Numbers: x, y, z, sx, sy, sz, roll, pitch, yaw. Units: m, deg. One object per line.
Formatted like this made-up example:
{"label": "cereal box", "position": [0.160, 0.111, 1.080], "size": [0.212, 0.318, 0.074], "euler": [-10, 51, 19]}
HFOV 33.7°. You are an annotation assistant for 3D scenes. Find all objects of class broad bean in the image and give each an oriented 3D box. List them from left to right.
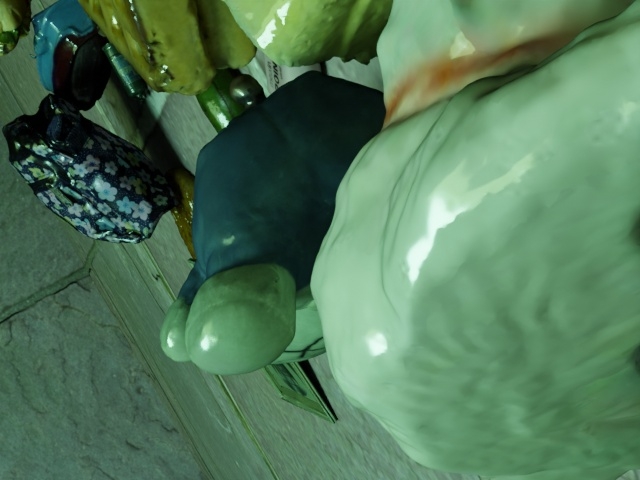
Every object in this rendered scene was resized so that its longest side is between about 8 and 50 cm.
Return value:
{"label": "broad bean", "position": [-0.057, -0.071, 0.962], "size": [0.297, 0.043, 0.060], "euler": [61, 172, -6]}

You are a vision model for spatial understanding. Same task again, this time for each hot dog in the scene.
{"label": "hot dog", "position": [-0.388, -0.322, 1.299], "size": [0.104, 0.076, 0.250], "euler": [-48, 45, 42]}

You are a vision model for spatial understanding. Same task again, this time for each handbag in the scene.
{"label": "handbag", "position": [-0.291, -0.086, 1.297], "size": [0.208, 0.126, 0.229], "euler": [40, 172, -23]}

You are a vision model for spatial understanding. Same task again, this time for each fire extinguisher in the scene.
{"label": "fire extinguisher", "position": [-0.227, -0.197, 1.255], "size": [0.083, 0.025, 0.038], "euler": [63, -161, -6]}

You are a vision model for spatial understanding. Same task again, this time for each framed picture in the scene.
{"label": "framed picture", "position": [-0.074, 0.119, 1.297], "size": [0.231, 0.010, 0.173], "euler": [57, 162, -15]}

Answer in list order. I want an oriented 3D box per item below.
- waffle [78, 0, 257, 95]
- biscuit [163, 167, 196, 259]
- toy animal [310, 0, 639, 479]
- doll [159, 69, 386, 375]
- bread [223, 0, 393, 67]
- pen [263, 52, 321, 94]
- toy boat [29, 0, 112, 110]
{"label": "waffle", "position": [-0.171, -0.273, 0.868], "size": [0.327, 0.098, 0.224], "euler": [47, 156, 49]}
{"label": "biscuit", "position": [-0.146, -0.004, 1.327], "size": [0.188, 0.027, 0.187], "euler": [50, 159, 27]}
{"label": "toy animal", "position": [0.104, -0.011, 0.473], "size": [0.308, 0.266, 0.188], "euler": [19, -144, -45]}
{"label": "doll", "position": [0.000, 0.000, 0.651], "size": [0.154, 0.228, 0.258], "euler": [52, 173, 18]}
{"label": "bread", "position": [-0.004, -0.241, 0.589], "size": [0.178, 0.135, 0.240], "euler": [-45, 71, 36]}
{"label": "pen", "position": [-0.024, -0.146, 0.777], "size": [0.053, 0.032, 0.197], "euler": [44, 154, 40]}
{"label": "toy boat", "position": [-0.313, -0.235, 1.299], "size": [0.097, 0.100, 0.223], "euler": [49, 160, 6]}
